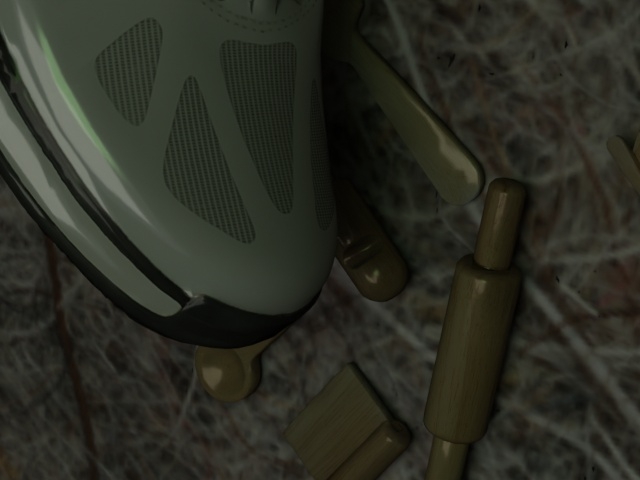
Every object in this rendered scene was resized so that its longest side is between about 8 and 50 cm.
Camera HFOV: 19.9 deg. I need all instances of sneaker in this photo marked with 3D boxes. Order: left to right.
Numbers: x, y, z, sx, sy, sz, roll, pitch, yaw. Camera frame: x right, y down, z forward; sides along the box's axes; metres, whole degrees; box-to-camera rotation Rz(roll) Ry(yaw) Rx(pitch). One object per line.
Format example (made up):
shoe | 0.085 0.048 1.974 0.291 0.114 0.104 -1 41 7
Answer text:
sneaker | -0.040 -0.194 0.715 0.257 0.169 0.447 -23 82 37

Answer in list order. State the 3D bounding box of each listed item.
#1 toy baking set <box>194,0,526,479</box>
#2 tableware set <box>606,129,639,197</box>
toy baking set | 0.005 0.004 0.843 0.196 0.030 0.256 27 117 25
tableware set | 0.188 -0.012 0.699 0.168 0.020 0.141 -41 65 43
